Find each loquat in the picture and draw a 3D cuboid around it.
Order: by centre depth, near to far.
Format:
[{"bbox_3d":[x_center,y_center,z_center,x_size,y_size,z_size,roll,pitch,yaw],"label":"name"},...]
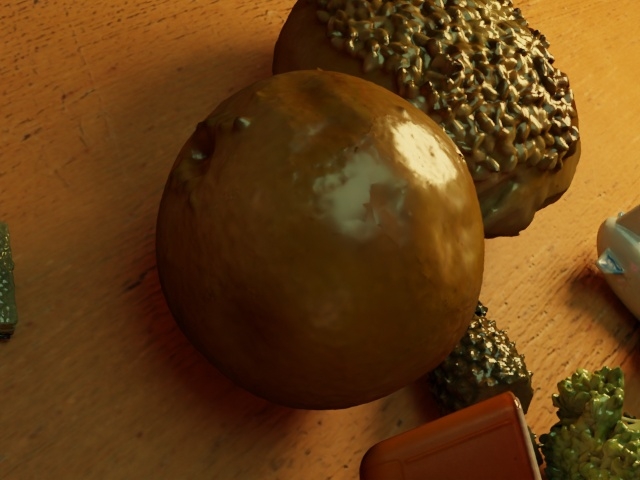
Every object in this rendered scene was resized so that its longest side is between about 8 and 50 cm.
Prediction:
[{"bbox_3d":[0.000,0.000,0.902,0.329,0.328,0.328,15,52,-21],"label":"loquat"}]

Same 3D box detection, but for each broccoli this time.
[{"bbox_3d":[0.377,0.238,1.007,0.247,0.243,0.263,10,38,-39],"label":"broccoli"}]

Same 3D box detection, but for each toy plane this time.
[{"bbox_3d":[0.476,0.066,1.265,0.267,0.123,0.266,17,56,-27],"label":"toy plane"}]

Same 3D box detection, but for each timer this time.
[{"bbox_3d":[0.156,0.309,0.861,0.250,0.161,0.257,52,24,-53],"label":"timer"}]

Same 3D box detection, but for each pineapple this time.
[{"bbox_3d":[0.151,0.096,1.073,0.125,0.125,0.251,0,47,-30],"label":"pineapple"}]

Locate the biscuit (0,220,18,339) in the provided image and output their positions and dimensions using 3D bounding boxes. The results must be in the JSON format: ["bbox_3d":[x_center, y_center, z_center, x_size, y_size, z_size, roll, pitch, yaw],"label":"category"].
[{"bbox_3d":[-0.380,0.030,0.845,0.200,0.040,0.121,2,56,-28],"label":"biscuit"}]

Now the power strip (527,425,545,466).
[{"bbox_3d":[0.201,0.238,1.052,0.136,0.019,0.050,-1,57,-31],"label":"power strip"}]

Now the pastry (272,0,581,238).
[{"bbox_3d":[0.140,-0.184,1.143,0.410,0.245,0.409,19,41,-18],"label":"pastry"}]
